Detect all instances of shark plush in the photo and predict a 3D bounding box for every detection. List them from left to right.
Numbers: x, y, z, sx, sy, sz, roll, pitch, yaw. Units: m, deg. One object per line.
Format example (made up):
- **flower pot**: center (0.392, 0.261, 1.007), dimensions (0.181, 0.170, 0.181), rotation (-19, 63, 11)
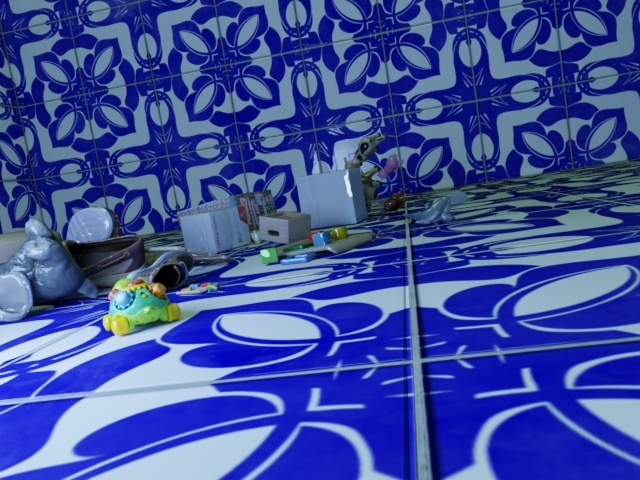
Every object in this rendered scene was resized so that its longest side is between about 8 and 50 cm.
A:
- **shark plush**: center (0.293, -0.080, 1.496), dimensions (0.162, 0.067, 0.073), rotation (-11, 6, -13)

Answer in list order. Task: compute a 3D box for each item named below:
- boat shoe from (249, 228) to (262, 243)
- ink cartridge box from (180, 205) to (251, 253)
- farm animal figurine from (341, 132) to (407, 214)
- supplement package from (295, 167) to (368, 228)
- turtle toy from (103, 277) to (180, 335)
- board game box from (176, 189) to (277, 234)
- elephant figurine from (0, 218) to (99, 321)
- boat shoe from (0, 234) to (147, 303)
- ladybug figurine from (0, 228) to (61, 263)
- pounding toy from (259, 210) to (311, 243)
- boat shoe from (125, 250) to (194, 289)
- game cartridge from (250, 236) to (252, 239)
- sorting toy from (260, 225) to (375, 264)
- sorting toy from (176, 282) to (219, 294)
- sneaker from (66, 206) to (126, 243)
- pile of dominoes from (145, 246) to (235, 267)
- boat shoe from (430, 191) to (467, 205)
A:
- **boat shoe**: center (-0.195, -0.013, 1.778), dimensions (0.056, 0.048, 0.153), rotation (-17, -1, 3)
- **ink cartridge box**: center (-0.329, -0.031, 1.701), dimensions (0.128, 0.128, 0.176), rotation (-6, 6, 31)
- **farm animal figurine**: center (0.167, -0.235, 2.084), dimensions (0.172, 0.330, 0.327), rotation (-35, 22, -28)
- **supplement package**: center (0.043, -0.153, 1.956), dimensions (0.203, 0.194, 0.149), rotation (-6, 7, 22)
- **turtle toy**: center (-0.264, 0.088, 0.772), dimensions (0.095, 0.066, 0.130), rotation (-13, 7, -34)
- **board game box**: center (-0.326, -0.078, 1.958), dimensions (0.232, 0.140, 0.291), rotation (-14, 3, 25)
- **elephant figurine**: center (-0.595, 0.080, 1.022), dimensions (0.239, 0.186, 0.169), rotation (-38, -21, -19)
- **boat shoe**: center (-0.558, 0.046, 1.180), dimensions (0.343, 0.123, 0.123), rotation (-7, 45, -22)
- **ladybug figurine**: center (-0.910, 0.064, 1.530), dimensions (0.306, 0.161, 0.449), rotation (-9, 7, 8)
- **pounding toy**: center (-0.110, -0.030, 1.609), dimensions (0.141, 0.100, 0.130), rotation (8, 16, 35)
- **boat shoe**: center (-0.299, 0.069, 1.069), dimensions (0.066, 0.066, 0.183), rotation (-1, 19, 24)
- **game cartridge**: center (-0.249, -0.012, 1.943), dimensions (0.084, 0.017, 0.056), rotation (-8, 10, 11)
- **sorting toy**: center (0.000, 0.000, 1.291), dimensions (0.196, 0.047, 0.348), rotation (-5, 7, 35)
- **sorting toy**: center (-0.212, 0.085, 0.981), dimensions (0.084, 0.012, 0.062), rotation (-7, 6, 26)
- **sneaker**: center (-0.548, 0.003, 1.390), dimensions (0.180, 0.124, 0.321), rotation (-13, -16, -47)
- **pile of dominoes**: center (-0.345, 0.052, 1.333), dimensions (0.251, 0.040, 0.196), rotation (-2, -11, 43)
- **boat shoe**: center (0.466, -0.147, 1.968), dimensions (0.142, 0.049, 0.040), rotation (-13, 6, -17)
